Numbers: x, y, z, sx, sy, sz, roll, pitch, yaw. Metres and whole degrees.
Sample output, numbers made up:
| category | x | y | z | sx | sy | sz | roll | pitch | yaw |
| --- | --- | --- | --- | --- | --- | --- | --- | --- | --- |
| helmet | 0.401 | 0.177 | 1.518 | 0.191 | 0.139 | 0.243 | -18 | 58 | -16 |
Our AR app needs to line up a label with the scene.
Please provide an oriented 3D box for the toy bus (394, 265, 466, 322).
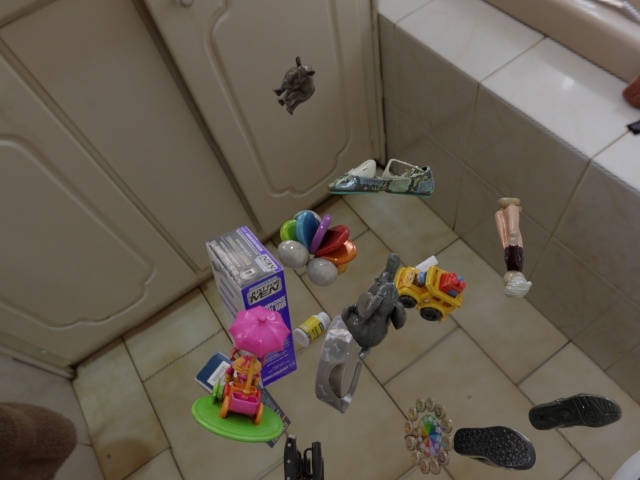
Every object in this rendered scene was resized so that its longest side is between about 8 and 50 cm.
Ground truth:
| category | x | y | z | sx | sy | sz | roll | pitch | yaw |
| --- | --- | --- | --- | --- | --- | --- | --- | --- | --- |
| toy bus | 0.389 | 0.159 | 1.615 | 0.220 | 0.211 | 0.150 | 28 | 54 | -8 |

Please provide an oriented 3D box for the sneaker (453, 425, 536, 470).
| category | x | y | z | sx | sy | sz | roll | pitch | yaw |
| --- | --- | --- | --- | --- | --- | --- | --- | --- | --- |
| sneaker | 0.407 | 0.473 | 1.067 | 0.097 | 0.234 | 0.084 | 29 | 68 | -17 |

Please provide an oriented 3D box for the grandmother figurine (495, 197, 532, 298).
| category | x | y | z | sx | sy | sz | roll | pitch | yaw |
| --- | --- | --- | --- | --- | --- | --- | --- | --- | --- |
| grandmother figurine | 0.664 | 0.036 | 1.621 | 0.104 | 0.207 | 0.343 | -10 | 61 | 33 |

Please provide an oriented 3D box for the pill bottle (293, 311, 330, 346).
| category | x | y | z | sx | sy | sz | roll | pitch | yaw |
| --- | --- | --- | --- | --- | --- | --- | --- | --- | --- |
| pill bottle | -0.024 | 0.274 | 1.463 | 0.065 | 0.065 | 0.116 | 35 | 49 | 26 |

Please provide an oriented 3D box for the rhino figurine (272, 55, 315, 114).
| category | x | y | z | sx | sy | sz | roll | pitch | yaw |
| --- | --- | --- | --- | --- | --- | --- | --- | --- | --- |
| rhino figurine | -0.058 | -0.377 | 1.130 | 0.106 | 0.243 | 0.073 | -43 | 95 | 2 |

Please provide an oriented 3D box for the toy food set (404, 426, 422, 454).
| category | x | y | z | sx | sy | sz | roll | pitch | yaw |
| --- | --- | --- | --- | --- | --- | --- | --- | --- | --- |
| toy food set | 0.293 | 0.609 | 1.450 | 0.077 | 0.122 | 0.019 | 20 | 40 | 18 |

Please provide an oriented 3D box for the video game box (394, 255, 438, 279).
| category | x | y | z | sx | sy | sz | roll | pitch | yaw |
| --- | --- | --- | --- | --- | --- | --- | --- | --- | --- |
| video game box | 0.402 | 0.153 | 2.090 | 0.205 | 0.187 | 0.048 | -25 | 78 | -44 |

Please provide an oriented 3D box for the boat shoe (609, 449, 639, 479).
| category | x | y | z | sx | sy | sz | roll | pitch | yaw |
| --- | --- | --- | --- | --- | --- | --- | --- | --- | --- |
| boat shoe | 0.402 | 0.235 | 0.475 | 0.226 | 0.083 | 0.076 | -48 | 26 | 19 |

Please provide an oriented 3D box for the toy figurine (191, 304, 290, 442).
| category | x | y | z | sx | sy | sz | roll | pitch | yaw |
| --- | --- | --- | --- | --- | --- | --- | --- | --- | --- |
| toy figurine | -0.097 | 0.170 | 0.671 | 0.130 | 0.173 | 0.159 | 16 | 91 | -10 |

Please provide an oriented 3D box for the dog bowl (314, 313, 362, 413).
| category | x | y | z | sx | sy | sz | roll | pitch | yaw |
| --- | --- | --- | --- | --- | --- | --- | --- | --- | --- |
| dog bowl | 0.077 | 0.417 | 1.649 | 0.102 | 0.349 | 0.349 | 11 | 63 | 16 |

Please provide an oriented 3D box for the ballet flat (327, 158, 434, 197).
| category | x | y | z | sx | sy | sz | roll | pitch | yaw |
| --- | --- | --- | --- | --- | --- | --- | --- | --- | --- |
| ballet flat | 0.105 | -0.110 | 0.814 | 0.188 | 0.070 | 0.070 | 1 | 59 | -10 |

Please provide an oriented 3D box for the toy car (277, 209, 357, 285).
| category | x | y | z | sx | sy | sz | roll | pitch | yaw |
| --- | --- | --- | --- | --- | --- | --- | --- | --- | --- |
| toy car | 0.000 | 0.000 | 1.069 | 0.182 | 0.136 | 0.159 | 32 | 47 | -7 |

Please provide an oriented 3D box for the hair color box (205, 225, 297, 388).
| category | x | y | z | sx | sy | sz | roll | pitch | yaw |
| --- | --- | --- | --- | --- | --- | --- | --- | --- | --- |
| hair color box | -0.154 | 0.159 | 1.086 | 0.110 | 0.339 | 0.185 | -25 | 44 | -22 |

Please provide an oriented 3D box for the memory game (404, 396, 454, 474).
| category | x | y | z | sx | sy | sz | roll | pitch | yaw |
| --- | --- | --- | --- | --- | --- | --- | --- | --- | --- |
| memory game | 0.268 | 0.489 | 1.179 | 0.012 | 0.186 | 0.186 | 13 | 56 | -25 |

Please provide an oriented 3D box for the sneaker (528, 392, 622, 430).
| category | x | y | z | sx | sy | sz | roll | pitch | yaw |
| --- | --- | --- | --- | --- | --- | --- | --- | --- | --- |
| sneaker | 0.691 | 0.456 | 1.257 | 0.227 | 0.130 | 0.087 | -33 | 62 | 41 |

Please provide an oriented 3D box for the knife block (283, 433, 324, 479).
| category | x | y | z | sx | sy | sz | roll | pitch | yaw |
| --- | --- | --- | --- | --- | --- | --- | --- | --- | --- |
| knife block | -0.034 | 0.532 | 0.906 | 0.088 | 0.242 | 0.276 | -3 | 22 | 2 |

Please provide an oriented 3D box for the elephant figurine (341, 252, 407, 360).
| category | x | y | z | sx | sy | sz | roll | pitch | yaw |
| --- | --- | --- | --- | --- | --- | --- | --- | --- | --- |
| elephant figurine | 0.169 | 0.189 | 1.355 | 0.169 | 0.239 | 0.186 | -20 | 63 | -40 |

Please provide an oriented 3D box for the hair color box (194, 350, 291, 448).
| category | x | y | z | sx | sy | sz | roll | pitch | yaw |
| --- | --- | --- | --- | --- | --- | --- | --- | --- | --- |
| hair color box | -0.225 | 0.488 | 1.413 | 0.173 | 0.347 | 0.105 | 23 | 61 | 31 |
